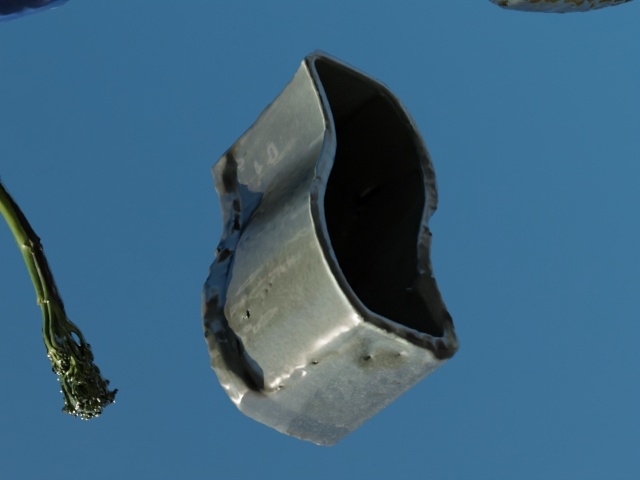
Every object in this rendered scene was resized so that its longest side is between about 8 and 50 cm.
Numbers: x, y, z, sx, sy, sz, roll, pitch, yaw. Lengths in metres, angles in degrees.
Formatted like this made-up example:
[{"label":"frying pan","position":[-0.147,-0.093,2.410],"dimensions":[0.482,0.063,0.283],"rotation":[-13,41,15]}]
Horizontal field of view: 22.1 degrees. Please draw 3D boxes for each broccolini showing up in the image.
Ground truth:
[{"label":"broccolini","position":[-0.250,0.051,1.477],"dimensions":[0.054,0.051,0.239],"rotation":[-24,-86,-7]}]

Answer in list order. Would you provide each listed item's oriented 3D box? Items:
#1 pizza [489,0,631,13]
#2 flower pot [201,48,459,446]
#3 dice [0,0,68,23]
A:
[{"label":"pizza","position":[0.161,-0.260,0.899],"dimensions":[0.189,0.297,0.071],"rotation":[-22,-134,-37]},{"label":"flower pot","position":[0.000,0.000,0.964],"dimensions":[0.103,0.108,0.229],"rotation":[30,-147,-27]},{"label":"dice","position":[-0.310,-0.260,1.454],"dimensions":[0.143,0.146,0.146],"rotation":[-25,-77,-30]}]
